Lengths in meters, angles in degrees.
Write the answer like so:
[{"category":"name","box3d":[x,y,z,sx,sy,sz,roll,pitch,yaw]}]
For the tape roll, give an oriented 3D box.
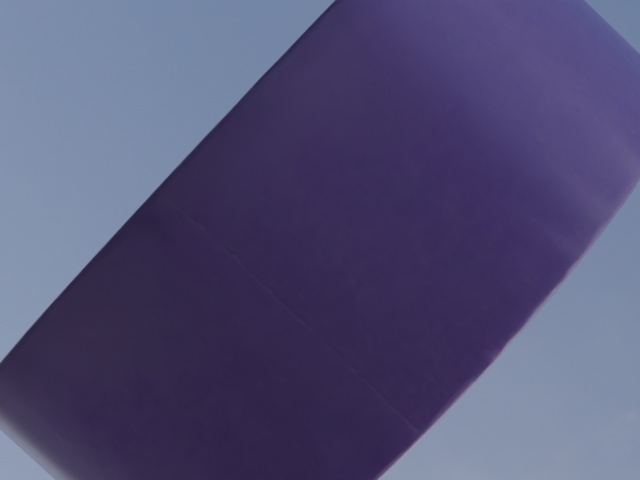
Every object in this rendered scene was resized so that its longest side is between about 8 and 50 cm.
[{"category":"tape roll","box3d":[0.000,0.000,0.416,0.080,0.189,0.189,44,-47,-4]}]
